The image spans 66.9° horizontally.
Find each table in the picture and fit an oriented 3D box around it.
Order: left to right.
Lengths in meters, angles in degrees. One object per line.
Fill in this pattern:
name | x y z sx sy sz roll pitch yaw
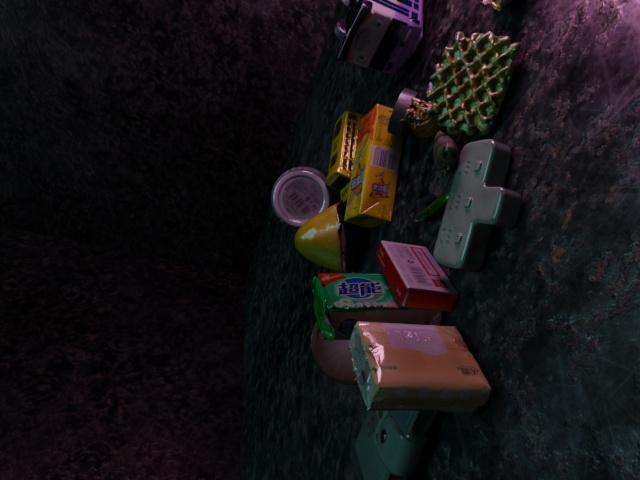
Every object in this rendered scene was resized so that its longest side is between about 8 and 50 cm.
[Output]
table | 0.238 -0.367 1.393 0.133 0.043 0.133 -61 -12 -22

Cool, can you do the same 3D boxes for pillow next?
pillow | 0.286 -0.196 1.117 0.241 0.051 0.093 -69 -19 -69

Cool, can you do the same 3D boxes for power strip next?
power strip | 0.315 -0.068 0.960 0.193 0.059 0.265 -157 81 -74

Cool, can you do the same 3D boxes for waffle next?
waffle | 0.326 -0.342 1.065 0.204 0.054 0.223 34 116 45

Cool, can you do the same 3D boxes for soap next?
soap | 0.122 0.145 1.093 0.218 0.273 0.098 -113 28 -66

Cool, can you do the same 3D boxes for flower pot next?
flower pot | 0.065 0.288 1.322 0.202 0.212 0.212 117 162 -69

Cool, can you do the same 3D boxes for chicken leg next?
chicken leg | 0.261 -0.320 1.296 0.085 0.101 0.207 -63 8 6

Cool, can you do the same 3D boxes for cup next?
cup | -0.062 -0.161 1.865 0.371 0.253 0.253 -94 18 -84

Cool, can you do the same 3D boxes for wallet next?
wallet | 0.164 0.398 1.078 0.252 0.083 0.360 -105 30 -70

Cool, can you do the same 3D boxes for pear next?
pear | 0.000 0.002 1.637 0.267 0.178 0.267 -6 -90 -90

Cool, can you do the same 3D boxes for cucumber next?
cucumber | 0.275 -0.076 1.152 0.155 0.037 0.037 135 145 -59

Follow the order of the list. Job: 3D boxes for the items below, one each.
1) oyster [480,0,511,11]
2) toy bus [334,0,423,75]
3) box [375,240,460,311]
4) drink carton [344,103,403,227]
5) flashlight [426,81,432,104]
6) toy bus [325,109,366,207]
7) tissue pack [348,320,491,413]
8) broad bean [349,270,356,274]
oyster | 0.406 -0.581 1.066 0.209 0.072 0.133 -65 -9 -58
toy bus | 0.203 -0.750 1.557 0.209 0.249 0.440 125 159 -53
box | 0.211 0.073 1.097 0.229 0.123 0.050 -109 31 -61
drink carton | 0.169 -0.225 1.509 0.154 0.111 0.351 158 122 -72
flashlight | 0.328 -0.378 1.195 0.200 0.047 0.093 -143 66 -70
toy bus | 0.108 -0.274 1.679 0.144 0.152 0.330 142 139 -64
tissue pack | 0.177 0.233 0.902 0.186 0.222 0.090 -103 20 -59
broad bean | 0.105 0.192 1.505 0.061 0.046 0.195 -45 38 42
